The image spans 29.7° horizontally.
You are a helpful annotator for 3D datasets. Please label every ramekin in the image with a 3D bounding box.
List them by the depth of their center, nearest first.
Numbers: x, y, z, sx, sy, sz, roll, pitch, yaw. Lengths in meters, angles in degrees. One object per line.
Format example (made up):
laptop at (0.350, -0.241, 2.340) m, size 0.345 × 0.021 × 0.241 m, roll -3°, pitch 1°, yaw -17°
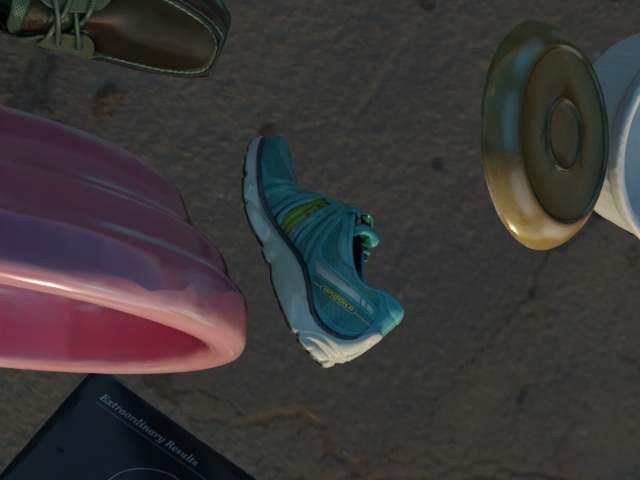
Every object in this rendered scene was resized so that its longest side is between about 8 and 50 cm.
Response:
ramekin at (0.433, -0.127, 1.465) m, size 0.277 × 0.135 × 0.277 m, roll -7°, pitch 108°, yaw -23°

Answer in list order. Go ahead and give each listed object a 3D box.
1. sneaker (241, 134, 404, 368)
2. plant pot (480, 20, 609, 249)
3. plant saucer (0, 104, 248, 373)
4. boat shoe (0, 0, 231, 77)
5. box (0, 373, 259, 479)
sneaker at (0.000, 0.000, 1.167) m, size 0.110 × 0.275 × 0.107 m, roll -27°, pitch 143°, yaw 5°
plant pot at (0.239, -0.108, 1.235) m, size 0.236 × 0.032 × 0.236 m, roll -1°, pitch 91°, yaw -51°
plant saucer at (-0.197, 0.001, 0.591) m, size 0.332 × 0.332 × 0.084 m, roll 15°, pitch 74°, yaw -34°
boat shoe at (-0.247, -0.219, 1.097) m, size 0.324 × 0.120 × 0.122 m, roll 20°, pitch 124°, yaw -2°
box at (-0.231, 0.377, 1.171) m, size 0.293 × 0.212 × 0.395 m, roll 35°, pitch 46°, yaw 3°
